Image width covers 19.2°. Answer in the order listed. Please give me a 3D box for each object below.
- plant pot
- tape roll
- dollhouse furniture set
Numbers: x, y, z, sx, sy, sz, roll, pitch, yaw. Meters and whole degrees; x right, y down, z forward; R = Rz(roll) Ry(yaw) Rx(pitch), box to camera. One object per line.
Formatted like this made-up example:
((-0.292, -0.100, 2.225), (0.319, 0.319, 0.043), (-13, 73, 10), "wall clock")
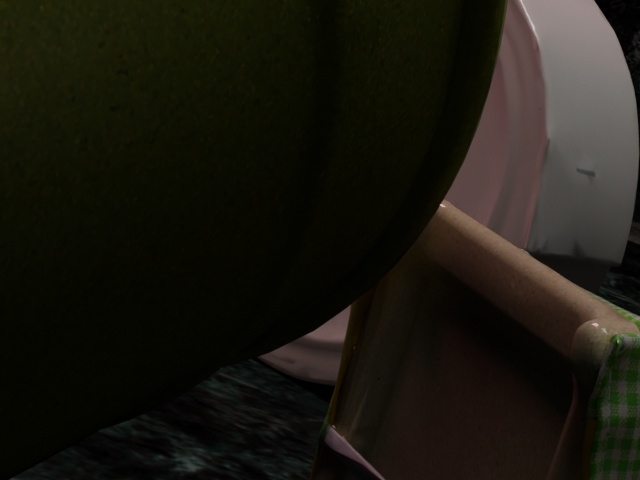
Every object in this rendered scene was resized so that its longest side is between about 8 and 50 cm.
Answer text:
((-0.197, -0.051, 0.454), (0.366, 0.366, 0.353), (23, 36, 23), "plant pot")
((0.046, -0.051, 1.132), (0.286, 0.286, 0.100), (27, 12, 39), "tape roll")
((0.107, 0.127, 0.515), (0.151, 0.197, 0.301), (13, 12, -24), "dollhouse furniture set")
